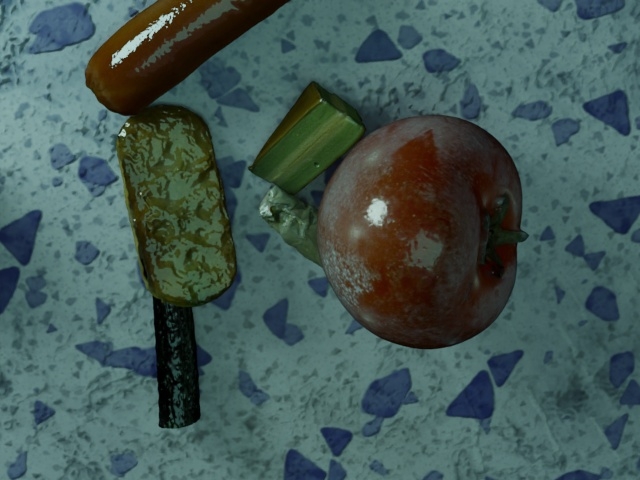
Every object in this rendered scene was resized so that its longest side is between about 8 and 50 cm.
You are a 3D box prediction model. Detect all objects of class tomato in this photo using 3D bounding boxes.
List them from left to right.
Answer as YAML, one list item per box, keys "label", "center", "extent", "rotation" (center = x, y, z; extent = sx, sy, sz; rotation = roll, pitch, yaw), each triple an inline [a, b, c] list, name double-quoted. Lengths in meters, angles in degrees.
- label: "tomato"
  center: [0.111, -0.008, 1.484]
  extent: [0.227, 0.270, 0.270]
  rotation: [3, 116, 30]

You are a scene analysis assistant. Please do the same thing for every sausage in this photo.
- label: "sausage"
  center: [-0.140, -0.248, 1.448]
  extent: [0.300, 0.083, 0.089]
  rotation: [-37, 123, 9]

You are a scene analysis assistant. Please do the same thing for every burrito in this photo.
- label: "burrito"
  center: [0.000, 0.001, 1.584]
  extent: [0.188, 0.045, 0.058]
  rotation: [36, 118, -22]

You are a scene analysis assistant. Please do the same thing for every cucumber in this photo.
- label: "cucumber"
  center: [-0.185, 0.129, 1.604]
  extent: [0.052, 0.058, 0.215]
  rotation: [9, 110, 36]

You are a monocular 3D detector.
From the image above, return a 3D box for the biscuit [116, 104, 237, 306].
- label: "biscuit"
  center: [-0.172, -0.040, 1.534]
  extent: [0.118, 0.029, 0.247]
  rotation: [-12, 99, -9]

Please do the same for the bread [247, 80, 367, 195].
- label: "bread"
  center: [-0.018, -0.108, 1.518]
  extent: [0.074, 0.084, 0.139]
  rotation: [34, 104, -19]
